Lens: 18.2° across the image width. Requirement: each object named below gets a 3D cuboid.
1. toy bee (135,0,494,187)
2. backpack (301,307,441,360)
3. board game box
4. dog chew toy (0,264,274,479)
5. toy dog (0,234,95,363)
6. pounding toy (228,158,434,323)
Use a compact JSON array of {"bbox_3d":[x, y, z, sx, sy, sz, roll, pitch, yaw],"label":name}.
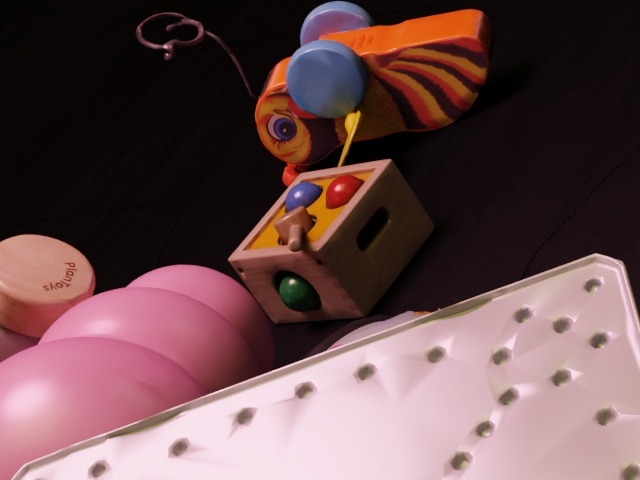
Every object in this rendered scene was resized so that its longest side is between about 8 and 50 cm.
[{"bbox_3d":[0.010,-0.129,1.779,0.298,0.162,0.195,14,39,28],"label":"toy bee"},{"bbox_3d":[0.059,0.111,1.254,0.152,0.115,0.182,-42,27,-22],"label":"backpack"},{"bbox_3d":[0.013,0.216,1.025,0.390,0.050,0.390,-21,41,12],"label":"board game box"},{"bbox_3d":[-0.129,0.128,1.382,0.207,0.206,0.332,-22,18,27],"label":"dog chew toy"},{"bbox_3d":[-0.312,0.027,1.517,0.220,0.334,0.161,-49,15,28],"label":"toy dog"},{"bbox_3d":[0.000,0.000,1.562,0.130,0.100,0.141,-7,35,48],"label":"pounding toy"}]
